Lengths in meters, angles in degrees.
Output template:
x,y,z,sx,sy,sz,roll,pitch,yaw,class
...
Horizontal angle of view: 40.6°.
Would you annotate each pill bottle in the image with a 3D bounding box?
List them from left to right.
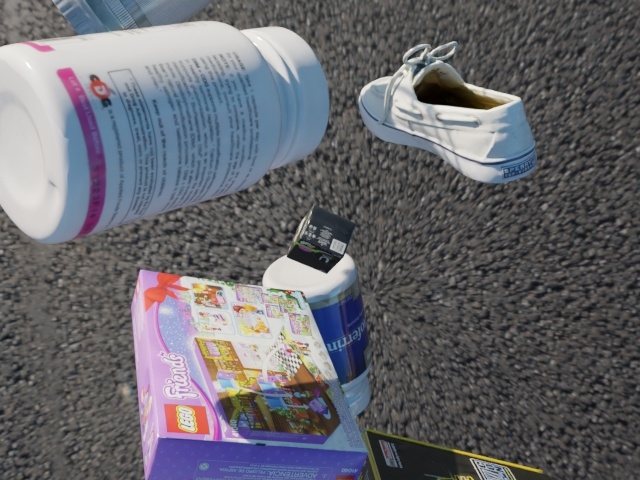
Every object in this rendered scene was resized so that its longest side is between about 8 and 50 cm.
x,y,z,sx,sy,sz,roll,pitch,yaw,class
-0.137,-0.107,0.766,0.283,0.160,0.160,-20,84,-40,pill bottle
0.002,0.158,1.416,0.153,0.153,0.264,-9,117,3,pill bottle

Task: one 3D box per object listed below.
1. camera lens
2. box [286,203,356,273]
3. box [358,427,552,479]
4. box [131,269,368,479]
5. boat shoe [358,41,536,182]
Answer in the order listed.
x,y,z,sx,sy,sz,roll,pitch,yaw,class
-0.306,-0.449,1.452,0.274,0.219,0.219,-36,85,-1,camera lens
0.000,0.000,1.115,0.062,0.083,0.052,24,68,-7,box
0.177,0.336,0.970,0.257,0.322,0.079,17,100,-7,box
-0.088,0.137,0.906,0.201,0.293,0.057,9,115,-19,box
0.159,-0.210,1.224,0.136,0.367,0.156,-23,122,-16,boat shoe
